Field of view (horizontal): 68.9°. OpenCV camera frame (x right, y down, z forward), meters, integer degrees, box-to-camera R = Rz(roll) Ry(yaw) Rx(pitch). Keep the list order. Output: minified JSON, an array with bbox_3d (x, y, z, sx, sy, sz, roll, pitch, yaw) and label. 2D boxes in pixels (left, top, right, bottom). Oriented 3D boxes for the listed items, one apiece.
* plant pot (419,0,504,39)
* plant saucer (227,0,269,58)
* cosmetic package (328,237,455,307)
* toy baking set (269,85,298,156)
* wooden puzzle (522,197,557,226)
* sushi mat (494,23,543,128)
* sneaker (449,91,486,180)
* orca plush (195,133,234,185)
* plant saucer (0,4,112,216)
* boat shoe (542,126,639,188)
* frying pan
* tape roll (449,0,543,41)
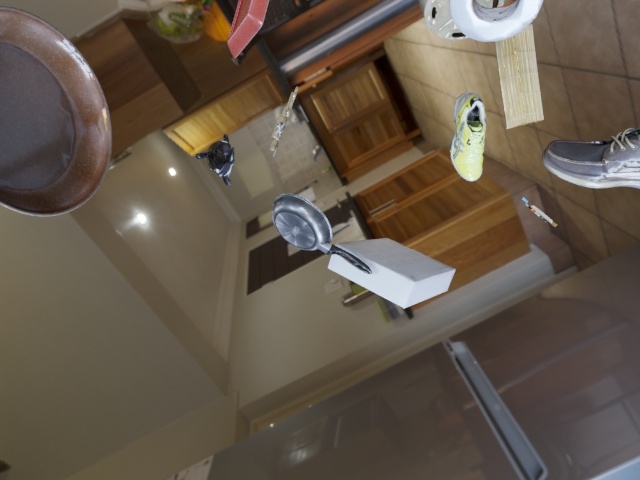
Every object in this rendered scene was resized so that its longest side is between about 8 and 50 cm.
[{"bbox_3d":[0.409,-0.791,1.392,0.334,0.333,0.306,54,-146,-59],"label":"plant pot"},{"bbox_3d":[-0.219,-0.742,1.467,0.047,0.259,0.258,17,170,-27],"label":"plant saucer"},{"bbox_3d":[0.245,0.093,1.539,0.284,0.097,0.377,24,-164,31],"label":"cosmetic package"},{"bbox_3d":[-0.121,-0.361,1.435,0.030,0.256,0.197,20,169,-9],"label":"toy baking set"},{"bbox_3d":[0.562,-0.070,1.203,0.116,0.014,0.078,42,-165,9],"label":"wooden puzzle"},{"bbox_3d":[0.648,-0.535,1.525,0.019,0.151,0.317,-158,55,-74],"label":"sushi mat"},{"bbox_3d":[0.648,-0.443,2.038,0.147,0.145,0.385,-87,-13,-70],"label":"sneaker"},{"bbox_3d":[-0.314,-0.228,1.370,0.287,0.102,0.151,-125,34,-63],"label":"orca plush"},{"bbox_3d":[-0.293,-0.123,0.465,0.198,0.036,0.199,0,-90,-72],"label":"plant saucer"},{"bbox_3d":[0.712,-0.200,1.081,0.130,0.355,0.132,85,-159,-48],"label":"boat shoe"},{"bbox_3d":[-0.020,0.004,1.322,0.326,0.197,0.053,51,-128,-17],"label":"frying pan"},{"bbox_3d":[0.430,-0.607,1.143,0.219,0.219,0.072,57,-143,-45],"label":"tape roll"}]
